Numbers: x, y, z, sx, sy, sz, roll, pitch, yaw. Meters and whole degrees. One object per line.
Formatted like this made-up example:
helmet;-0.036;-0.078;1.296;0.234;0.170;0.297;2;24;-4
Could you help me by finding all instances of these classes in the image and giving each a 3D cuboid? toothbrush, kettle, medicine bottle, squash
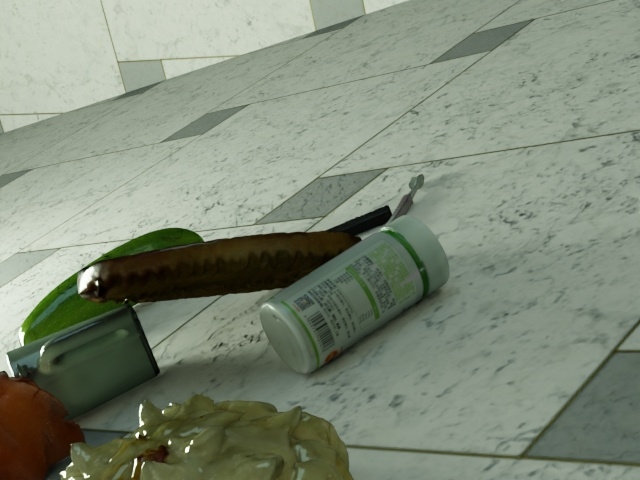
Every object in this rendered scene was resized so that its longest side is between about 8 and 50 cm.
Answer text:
toothbrush;0.104;-0.044;1.630;0.017;0.014;0.194;-16;19;23
kettle;-0.261;0.128;1.420;0.148;0.127;0.098;-24;34;-9
medicine bottle;0.035;0.054;1.304;0.183;0.086;0.086;-31;18;-23
squash;-0.277;0.061;1.706;0.292;0.082;0.082;-33;19;-28

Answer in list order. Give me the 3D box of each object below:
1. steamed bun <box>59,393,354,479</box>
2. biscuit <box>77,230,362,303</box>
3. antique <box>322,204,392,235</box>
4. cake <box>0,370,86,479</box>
steamed bun;-0.114;0.198;0.988;0.292;0.137;0.295;-18;20;30
biscuit;-0.106;0.033;1.416;0.318;0.040;0.318;-7;-6;-1
antique;0.000;0.000;1.635;0.192;0.015;0.031;-22;17;6
cake;-0.382;0.235;1.291;0.287;0.135;0.098;-36;34;-7
